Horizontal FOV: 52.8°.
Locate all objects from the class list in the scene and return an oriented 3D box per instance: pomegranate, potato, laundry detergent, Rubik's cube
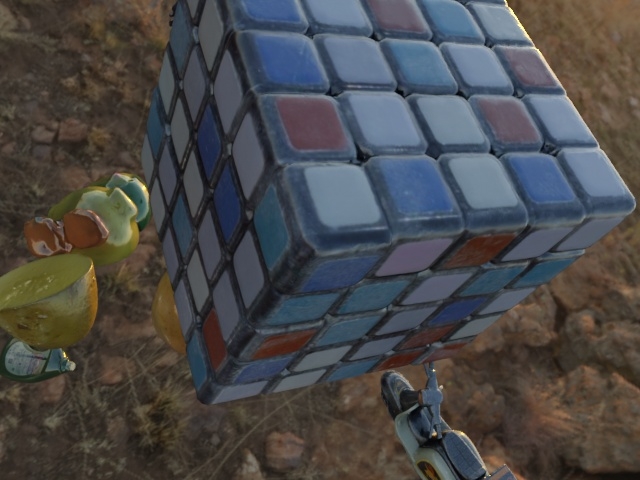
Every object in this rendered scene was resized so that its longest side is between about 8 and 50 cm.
[{"bbox_3d":[-0.316,0.207,1.838,0.338,0.338,0.338,26,46,-30],"label":"pomegranate"},{"bbox_3d":[-0.497,0.129,1.201,0.178,0.203,0.158,43,-26,56],"label":"potato"},{"bbox_3d":[-0.733,0.308,1.686,0.063,0.211,0.137,61,35,-57],"label":"laundry detergent"},{"bbox_3d":[0.023,-0.054,0.573,0.287,0.292,0.293,-6,59,-27],"label":"Rubik's cube"}]

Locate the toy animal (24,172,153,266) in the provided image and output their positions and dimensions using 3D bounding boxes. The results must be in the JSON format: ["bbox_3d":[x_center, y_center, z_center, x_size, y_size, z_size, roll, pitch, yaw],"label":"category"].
[{"bbox_3d":[-0.517,-0.043,1.529,0.338,0.216,0.191,-71,144,-67],"label":"toy animal"}]

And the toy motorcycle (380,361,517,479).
[{"bbox_3d":[0.182,0.301,0.972,0.091,0.157,0.263,-26,70,-27],"label":"toy motorcycle"}]

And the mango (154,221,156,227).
[{"bbox_3d":[-0.431,-0.102,2.178,0.195,0.332,0.142,20,52,-69],"label":"mango"}]
